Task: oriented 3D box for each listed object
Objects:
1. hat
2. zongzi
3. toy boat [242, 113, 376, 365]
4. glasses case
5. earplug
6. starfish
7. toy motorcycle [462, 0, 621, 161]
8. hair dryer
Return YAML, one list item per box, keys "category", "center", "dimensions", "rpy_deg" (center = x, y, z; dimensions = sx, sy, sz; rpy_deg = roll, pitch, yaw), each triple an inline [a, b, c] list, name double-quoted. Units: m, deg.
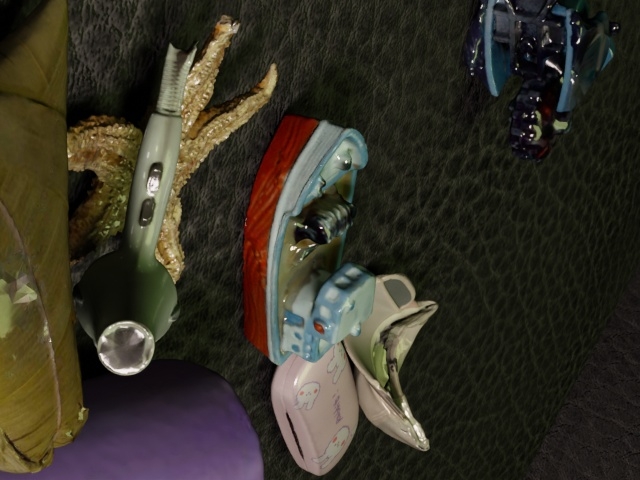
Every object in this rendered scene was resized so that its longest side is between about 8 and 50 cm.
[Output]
- category: "hat"
  center: [0.073, 0.166, 1.949]
  dimensions: [0.226, 0.164, 0.220]
  rpy_deg: [28, 57, -36]
- category: "zongzi"
  center: [-0.223, -0.004, 1.092]
  dimensions: [0.300, 0.145, 0.274]
  rpy_deg: [-56, 139, -30]
- category: "toy boat"
  center: [0.000, 0.000, 1.592]
  dimensions: [0.145, 0.133, 0.332]
  rpy_deg: [-39, 146, -41]
- category: "glasses case"
  center: [-0.005, 0.216, 1.873]
  dimensions: [0.113, 0.075, 0.297]
  rpy_deg: [-56, 154, -24]
- category: "earplug"
  center: [-0.255, 0.235, 1.242]
  dimensions: [0.456, 0.215, 0.215]
  rpy_deg: [-5, 119, -59]
- category: "starfish"
  center: [-0.157, -0.079, 1.281]
  dimensions: [0.302, 0.060, 0.299]
  rpy_deg: [-51, 150, -10]
- category: "toy motorcycle"
  center: [0.307, -0.309, 1.887]
  dimensions: [0.232, 0.172, 0.416]
  rpy_deg: [-52, 146, -37]
- category: "hair dryer"
  center: [-0.143, -0.005, 1.133]
  dimensions: [0.229, 0.092, 0.267]
  rpy_deg: [-98, -160, -61]
